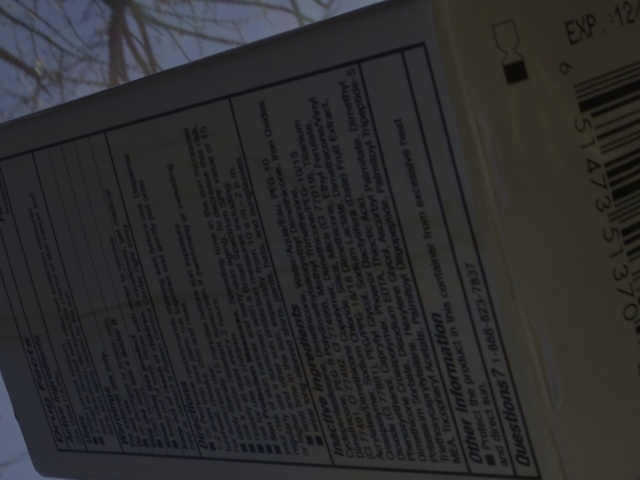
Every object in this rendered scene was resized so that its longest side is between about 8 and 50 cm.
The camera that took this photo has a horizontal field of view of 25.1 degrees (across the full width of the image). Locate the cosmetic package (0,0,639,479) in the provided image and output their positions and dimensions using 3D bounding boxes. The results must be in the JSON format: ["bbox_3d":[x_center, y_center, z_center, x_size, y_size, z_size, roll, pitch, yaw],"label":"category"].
[{"bbox_3d":[0.000,0.000,0.511,0.129,0.296,0.153,-22,-79,-39],"label":"cosmetic package"}]
